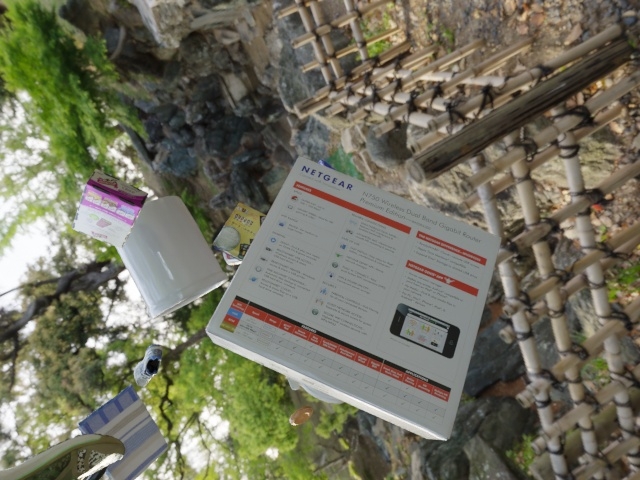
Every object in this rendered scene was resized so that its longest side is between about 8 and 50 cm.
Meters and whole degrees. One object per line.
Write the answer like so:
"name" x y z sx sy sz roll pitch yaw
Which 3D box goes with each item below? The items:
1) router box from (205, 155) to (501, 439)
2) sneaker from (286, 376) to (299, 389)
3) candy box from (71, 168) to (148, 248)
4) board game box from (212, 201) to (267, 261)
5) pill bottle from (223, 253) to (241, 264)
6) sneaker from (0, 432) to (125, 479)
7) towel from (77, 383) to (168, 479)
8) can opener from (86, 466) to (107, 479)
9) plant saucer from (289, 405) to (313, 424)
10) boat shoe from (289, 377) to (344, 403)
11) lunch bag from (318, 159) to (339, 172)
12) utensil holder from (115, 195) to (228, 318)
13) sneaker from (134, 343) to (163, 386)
"router box" 0.059 0.071 0.628 0.336 0.300 0.082 23 156 4
"sneaker" -0.128 0.604 1.999 0.084 0.058 0.152 -84 -23 -72
"candy box" -0.637 -0.089 1.307 0.159 0.233 0.071 27 -136 -22
"board game box" -0.187 0.004 1.348 0.244 0.164 0.042 27 163 7
"pill bottle" -0.245 0.025 1.536 0.108 0.180 0.107 -7 -90 -81
"sneaker" -0.615 0.574 0.937 0.411 0.158 0.182 -5 -133 -52
"towel" -0.656 0.666 1.459 0.034 0.209 0.284 -11 107 41
"can opener" -0.709 0.755 1.297 0.073 0.186 0.059 41 158 -21
"plant saucer" -0.061 0.576 1.416 0.013 0.084 0.083 51 165 42
"boat shoe" -0.019 0.517 1.634 0.277 0.096 0.098 22 -173 30
"lunch bag" 0.000 0.000 0.933 0.138 0.221 0.293 32 -155 -27
"utensil holder" -0.599 0.065 1.697 0.385 0.328 0.327 60 169 2
"sneaker" -0.461 0.344 1.156 0.052 0.135 0.058 16 -160 -31
